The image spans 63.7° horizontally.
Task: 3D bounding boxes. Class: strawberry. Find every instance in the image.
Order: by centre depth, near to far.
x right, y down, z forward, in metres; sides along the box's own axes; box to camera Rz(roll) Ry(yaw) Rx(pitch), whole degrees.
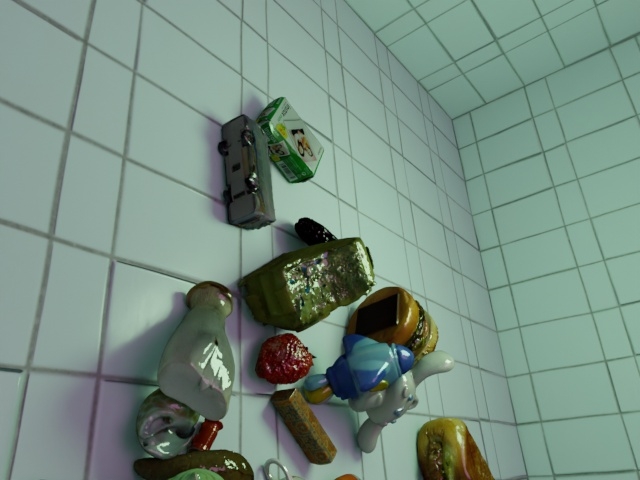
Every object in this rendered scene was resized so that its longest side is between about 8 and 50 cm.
[{"bbox_3d":[-0.094,0.302,1.316,0.148,0.131,0.131,17,58,-61],"label":"strawberry"}]

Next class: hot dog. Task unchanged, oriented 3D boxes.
[{"bbox_3d":[0.480,0.834,1.799,0.404,0.185,0.223,61,32,-12],"label":"hot dog"}]

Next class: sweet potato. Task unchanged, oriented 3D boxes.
[{"bbox_3d":[-0.207,0.472,1.031,0.310,0.124,0.098,37,19,-37],"label":"sweet potato"}]

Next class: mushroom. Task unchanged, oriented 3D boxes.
[{"bbox_3d":[-0.245,0.214,1.088,0.328,0.122,0.159,-97,164,-63],"label":"mushroom"}]

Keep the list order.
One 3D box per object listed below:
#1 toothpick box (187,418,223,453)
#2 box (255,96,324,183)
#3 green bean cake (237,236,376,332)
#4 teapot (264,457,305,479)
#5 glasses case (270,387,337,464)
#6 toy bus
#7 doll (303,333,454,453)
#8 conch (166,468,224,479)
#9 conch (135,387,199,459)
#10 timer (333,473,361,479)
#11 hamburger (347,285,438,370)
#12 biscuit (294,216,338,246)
[{"bbox_3d":[-0.244,0.419,1.097,0.047,0.047,0.083,55,34,-21],"label":"toothpick box"},{"bbox_3d":[-0.106,-0.321,1.672,0.250,0.103,0.180,50,36,-28],"label":"box"},{"bbox_3d":[-0.019,0.127,1.380,0.310,0.285,0.201,-26,99,-54],"label":"green bean cake"},{"bbox_3d":[-0.065,0.626,1.205,0.159,0.116,0.245,-9,73,-46],"label":"teapot"},{"bbox_3d":[-0.044,0.481,1.329,0.218,0.075,0.049,60,35,-14],"label":"glasses case"},{"bbox_3d":[-0.201,-0.192,1.456,0.138,0.113,0.316,25,54,-53],"label":"toy bus"},{"bbox_3d":[0.156,0.407,1.453,0.366,0.187,0.375,37,79,-29],"label":"doll"},{"bbox_3d":[-0.214,0.502,0.902,0.143,0.137,0.250,-100,-178,-61],"label":"conch"},{"bbox_3d":[-0.299,0.347,1.011,0.116,0.106,0.172,36,40,-15],"label":"conch"},{"bbox_3d":[0.065,0.686,1.351,0.136,0.099,0.136,45,27,-31],"label":"timer"},{"bbox_3d":[0.242,0.304,1.674,0.225,0.291,0.290,47,38,-24],"label":"hamburger"},{"bbox_3d":[0.000,0.000,1.589,0.053,0.195,0.194,-51,121,-14],"label":"biscuit"}]
